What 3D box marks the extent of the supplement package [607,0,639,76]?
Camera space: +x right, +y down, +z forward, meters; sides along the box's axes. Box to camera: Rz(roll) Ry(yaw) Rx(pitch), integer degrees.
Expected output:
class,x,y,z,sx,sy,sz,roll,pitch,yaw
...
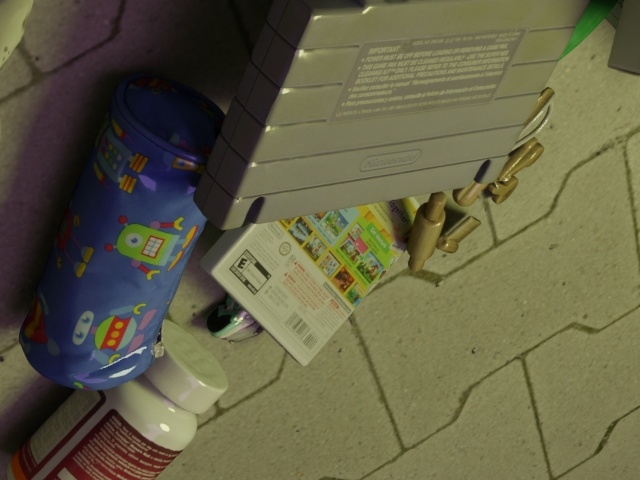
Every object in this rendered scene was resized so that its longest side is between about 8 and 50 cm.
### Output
class,x,y,z,sx,sy,sz,roll,pitch,yaw
supplement package,0.403,-0.266,1.547,0.177,0.175,0.293,8,99,-37

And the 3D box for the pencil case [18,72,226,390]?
class,x,y,z,sx,sy,sz,roll,pitch,yaw
pencil case,-0.168,0.002,1.570,0.133,0.119,0.306,17,123,-14

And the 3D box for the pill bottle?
class,x,y,z,sx,sy,sz,roll,pitch,yaw
pill bottle,-0.201,0.189,1.747,0.221,0.121,0.121,-46,142,12

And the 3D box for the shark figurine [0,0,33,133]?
class,x,y,z,sx,sy,sz,roll,pitch,yaw
shark figurine,-0.344,-0.132,1.314,0.278,0.116,0.166,-8,101,-44

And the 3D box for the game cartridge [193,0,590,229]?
class,x,y,z,sx,sy,sz,roll,pitch,yaw
game cartridge,0.068,-0.133,1.517,0.355,0.068,0.230,-10,132,-43

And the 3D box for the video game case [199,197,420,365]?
class,x,y,z,sx,sy,sz,roll,pitch,yaw
video game case,0.000,0.000,1.749,0.206,0.026,0.227,-49,143,-6

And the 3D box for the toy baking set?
class,x,y,z,sx,sy,sz,roll,pitch,yaw
toy baking set,0.164,-0.067,1.795,0.197,0.030,0.256,-43,165,-17

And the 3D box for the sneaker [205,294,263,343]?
class,x,y,z,sx,sy,sz,roll,pitch,yaw
sneaker,-0.066,0.069,1.801,0.098,0.038,0.069,-38,148,9

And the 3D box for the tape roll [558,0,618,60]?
class,x,y,z,sx,sy,sz,roll,pitch,yaw
tape roll,0.155,-0.271,1.576,0.321,0.077,0.321,-21,141,-19

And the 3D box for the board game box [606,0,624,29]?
class,x,y,z,sx,sy,sz,roll,pitch,yaw
board game box,0.443,-0.262,1.761,0.275,0.144,0.142,-44,143,11
